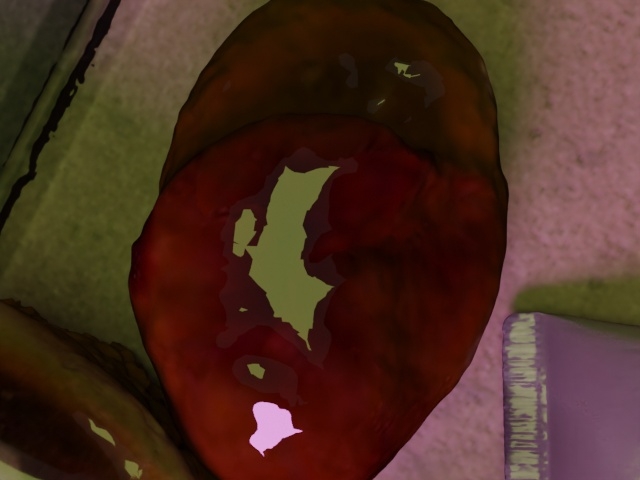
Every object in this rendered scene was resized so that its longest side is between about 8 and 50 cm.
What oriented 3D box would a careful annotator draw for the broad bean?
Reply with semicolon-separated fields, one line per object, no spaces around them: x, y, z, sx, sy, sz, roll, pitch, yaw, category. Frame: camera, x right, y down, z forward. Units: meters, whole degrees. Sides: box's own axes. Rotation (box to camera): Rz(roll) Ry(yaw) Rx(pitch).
0.002;0.001;0.469;0.156;0.122;0.229;18;95;9;broad bean

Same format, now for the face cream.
0.238;0.099;0.466;0.314;0.089;0.143;-3;89;18;face cream

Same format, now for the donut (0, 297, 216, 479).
-0.202;0.163;0.486;0.330;0.160;0.330;0;93;-4;donut
